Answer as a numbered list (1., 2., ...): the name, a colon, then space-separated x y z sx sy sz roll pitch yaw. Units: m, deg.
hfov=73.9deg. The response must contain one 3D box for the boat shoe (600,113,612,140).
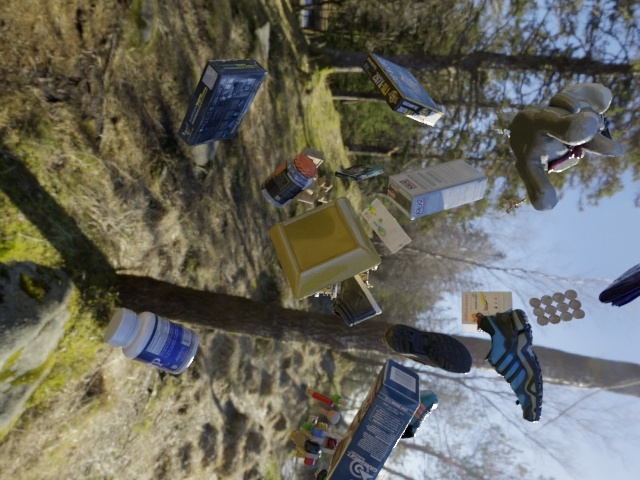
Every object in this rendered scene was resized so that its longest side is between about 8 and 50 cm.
1. boat shoe: 1.095 -0.471 1.700 0.301 0.102 0.108 44 75 -34

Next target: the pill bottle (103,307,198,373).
1. pill bottle: -0.394 0.231 0.993 0.186 0.112 0.112 34 48 -33

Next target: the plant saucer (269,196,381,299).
1. plant saucer: 0.000 0.000 1.523 0.081 0.332 0.333 69 -4 -55

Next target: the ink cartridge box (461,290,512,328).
1. ink cartridge box: 0.818 0.352 2.084 0.168 0.232 0.171 46 47 -55

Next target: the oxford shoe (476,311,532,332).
1. oxford shoe: 0.816 0.361 1.893 0.083 0.227 0.096 69 27 -58

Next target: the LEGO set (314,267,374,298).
1. LEGO set: 0.091 0.154 1.904 0.255 0.331 0.192 92 5 -56

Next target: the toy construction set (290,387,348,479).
1. toy construction set: -0.022 0.678 1.531 0.257 0.237 0.309 -6 98 -41

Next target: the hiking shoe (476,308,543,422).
1. hiking shoe: 0.524 0.340 1.165 0.113 0.132 0.304 -3 82 -59

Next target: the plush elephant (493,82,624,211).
1. plush elephant: 0.643 -0.266 1.111 0.330 0.255 0.272 -105 -169 -50

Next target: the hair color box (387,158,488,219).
1. hair color box: 0.492 -0.224 1.803 0.185 0.374 0.114 -127 -152 -46

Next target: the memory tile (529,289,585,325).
1. memory tile: 0.779 0.224 1.404 0.113 0.148 0.012 62 33 -10

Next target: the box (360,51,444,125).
1. box: 0.340 -0.634 1.783 0.079 0.257 0.322 -52 -131 37

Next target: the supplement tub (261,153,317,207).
1. supplement tub: -0.107 -0.209 1.478 0.117 0.190 0.117 33 38 -31

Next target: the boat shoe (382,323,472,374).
1. boat shoe: 0.369 0.379 1.500 0.120 0.324 0.123 121 -9 -68

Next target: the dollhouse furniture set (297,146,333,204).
1. dollhouse furniture set: -0.068 -0.282 1.982 0.161 0.212 0.242 143 -44 -60

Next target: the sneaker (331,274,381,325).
1. sneaker: 0.086 0.183 1.544 0.296 0.147 0.104 57 -1 43

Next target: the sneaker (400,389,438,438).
1. sneaker: 0.294 0.590 1.411 0.121 0.302 0.108 56 -44 38

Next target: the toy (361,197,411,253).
1. toy: 0.300 -0.072 1.900 0.056 0.237 0.137 -37 174 -38

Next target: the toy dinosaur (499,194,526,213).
1. toy dinosaur: 0.966 -0.187 2.160 0.053 0.092 0.183 50 -11 -20

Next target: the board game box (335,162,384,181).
1. board game box: 0.172 -0.300 1.862 0.186 0.126 0.026 -22 121 -37

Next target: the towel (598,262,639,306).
1. towel: 1.044 0.112 1.349 0.076 0.308 0.228 58 -42 19

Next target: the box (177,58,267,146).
1. box: -0.260 -0.365 1.130 0.233 0.059 0.183 -50 170 37

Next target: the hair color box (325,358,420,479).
1. hair color box: 0.137 0.508 1.130 0.347 0.105 0.174 -64 171 11
